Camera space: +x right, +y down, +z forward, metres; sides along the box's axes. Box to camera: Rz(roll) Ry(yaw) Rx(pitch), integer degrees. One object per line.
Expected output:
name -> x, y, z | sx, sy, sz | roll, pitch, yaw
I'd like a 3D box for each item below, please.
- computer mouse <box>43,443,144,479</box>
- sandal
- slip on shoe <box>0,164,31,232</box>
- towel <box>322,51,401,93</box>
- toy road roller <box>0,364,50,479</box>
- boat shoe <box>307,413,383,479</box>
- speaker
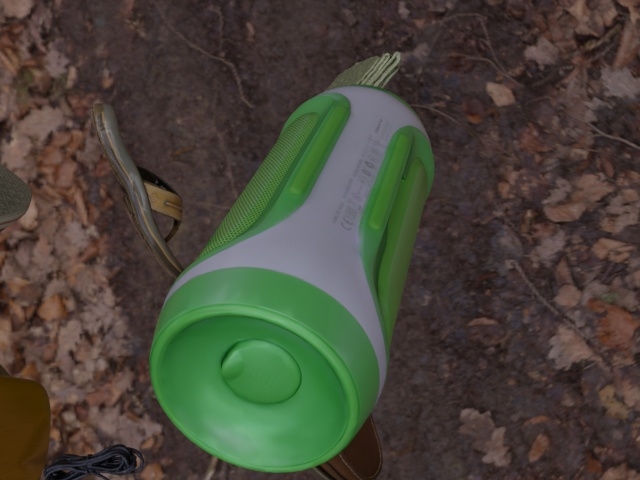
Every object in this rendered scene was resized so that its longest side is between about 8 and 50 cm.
computer mouse -> -0.308, 0.418, 1.063 | 0.184, 0.060, 0.262 | -9, 97, 25
sandal -> -0.152, -0.043, 0.682 | 0.072, 0.049, 0.180 | 38, 149, 59
slip on shoe -> -0.515, -0.023, 1.076 | 0.123, 0.331, 0.101 | 40, 114, -16
towel -> 0.016, -0.118, 0.689 | 0.027, 0.148, 0.110 | 43, 83, -15
toy road roller -> -0.331, 0.188, 0.460 | 0.202, 0.329, 0.240 | -3, 78, 9
boat shoe -> 0.007, 0.163, 0.876 | 0.104, 0.111, 0.307 | -19, 110, 31
speaker -> 0.000, 0.000, 0.490 | 0.131, 0.296, 0.131 | 7, 122, 11
